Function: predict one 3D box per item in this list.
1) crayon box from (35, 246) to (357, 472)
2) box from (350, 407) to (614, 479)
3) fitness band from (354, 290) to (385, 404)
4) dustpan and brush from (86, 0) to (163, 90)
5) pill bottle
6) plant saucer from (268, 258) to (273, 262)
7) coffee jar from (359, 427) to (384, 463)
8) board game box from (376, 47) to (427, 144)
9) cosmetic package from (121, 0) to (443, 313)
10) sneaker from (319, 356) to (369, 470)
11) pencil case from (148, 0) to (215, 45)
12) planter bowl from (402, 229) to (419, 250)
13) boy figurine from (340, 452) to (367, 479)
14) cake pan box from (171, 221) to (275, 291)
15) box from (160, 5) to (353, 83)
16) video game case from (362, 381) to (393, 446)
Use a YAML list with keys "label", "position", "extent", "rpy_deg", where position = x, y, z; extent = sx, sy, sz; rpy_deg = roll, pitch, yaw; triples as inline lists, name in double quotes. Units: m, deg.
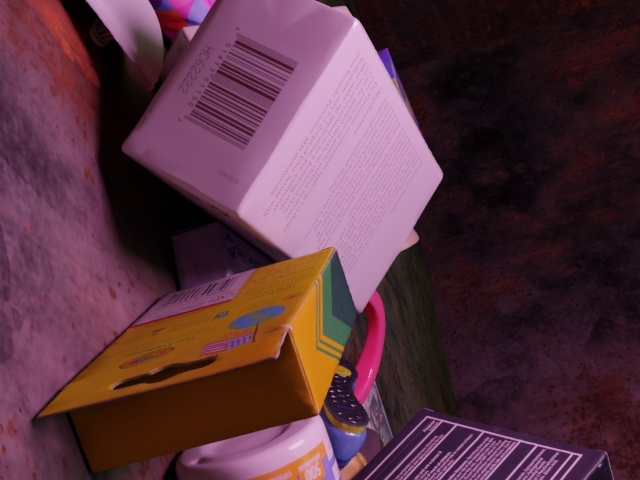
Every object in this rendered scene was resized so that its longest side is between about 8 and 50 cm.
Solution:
- label: "crayon box"
  position: [-0.089, 0.103, 0.862]
  extent: [0.318, 0.202, 0.081]
  rpy_deg: [-53, 127, -74]
- label: "box"
  position: [0.177, 0.386, 1.214]
  extent: [0.296, 0.294, 0.182]
  rpy_deg: [-37, 119, -35]
- label: "fitness band"
  position: [0.035, 0.166, 1.520]
  extent: [0.291, 0.054, 0.209]
  rpy_deg: [47, 55, -63]
- label: "dustpan and brush"
  position: [-0.224, -0.258, 1.101]
  extent: [0.147, 0.060, 0.211]
  rpy_deg: [54, 25, -24]
- label: "pill bottle"
  position: [-0.031, 0.316, 0.957]
  extent: [0.152, 0.152, 0.272]
  rpy_deg: [-46, 119, -77]
- label: "plant saucer"
  position: [0.000, 0.000, 1.540]
  extent: [0.317, 0.044, 0.317]
  rpy_deg: [1, 90, -66]
- label: "coffee jar"
  position: [0.083, 0.392, 1.573]
  extent: [0.096, 0.079, 0.184]
  rpy_deg: [-84, 156, -56]
- label: "board game box"
  position: [0.077, -0.225, 1.993]
  extent: [0.347, 0.233, 0.078]
  rpy_deg: [54, 22, -57]
- label: "cosmetic package"
  position: [-0.015, -0.090, 1.147]
  extent: [0.230, 0.161, 0.453]
  rpy_deg: [-58, 156, -5]
- label: "sneaker"
  position: [0.012, 0.213, 1.238]
  extent: [0.209, 0.069, 0.082]
  rpy_deg: [-106, -148, -68]
- label: "pencil case"
  position: [-0.180, -0.321, 1.253]
  extent: [0.236, 0.104, 0.104]
  rpy_deg: [58, 20, -52]
- label: "planter bowl"
  position: [0.049, -0.023, 1.426]
  extent: [0.162, 0.162, 0.109]
  rpy_deg: [-48, 117, -76]
- label: "boy figurine"
  position: [0.043, 0.379, 1.380]
  extent: [0.285, 0.092, 0.177]
  rpy_deg: [58, 20, -50]
- label: "cake pan box"
  position: [-0.087, 0.125, 1.172]
  extent: [0.267, 0.070, 0.245]
  rpy_deg: [45, 29, -67]
- label: "box"
  position: [-0.061, -0.223, 1.269]
  extent: [0.275, 0.094, 0.113]
  rpy_deg: [-17, 72, -37]
- label: "video game case"
  position: [0.111, 0.370, 1.875]
  extent: [0.173, 0.022, 0.190]
  rpy_deg: [-53, 126, -75]
